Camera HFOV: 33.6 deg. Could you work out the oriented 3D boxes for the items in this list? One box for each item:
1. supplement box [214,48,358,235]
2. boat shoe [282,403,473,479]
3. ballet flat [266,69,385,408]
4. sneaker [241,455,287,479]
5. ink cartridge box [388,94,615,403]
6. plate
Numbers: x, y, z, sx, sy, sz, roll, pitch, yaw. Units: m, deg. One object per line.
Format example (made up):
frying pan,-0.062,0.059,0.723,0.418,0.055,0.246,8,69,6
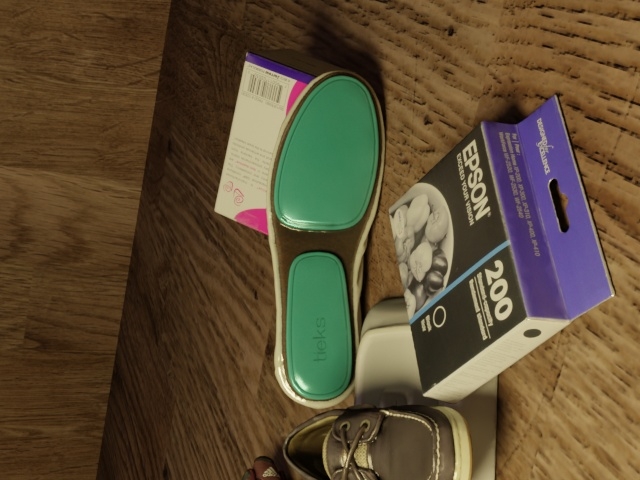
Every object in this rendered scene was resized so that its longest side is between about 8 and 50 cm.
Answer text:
supplement box,-0.046,-0.127,1.382,0.111,0.114,0.220,24,112,24
boat shoe,0.045,0.203,0.989,0.285,0.092,0.103,160,116,-67
ballet flat,0.000,0.000,1.283,0.139,0.139,0.400,170,104,-70
sneaker,-0.064,0.343,1.371,0.281,0.106,0.162,122,151,-52
ink cartridge box,0.145,0.006,0.920,0.208,0.045,0.206,-44,42,43
plate,0.091,0.189,1.069,0.278,0.045,0.277,161,114,-68
